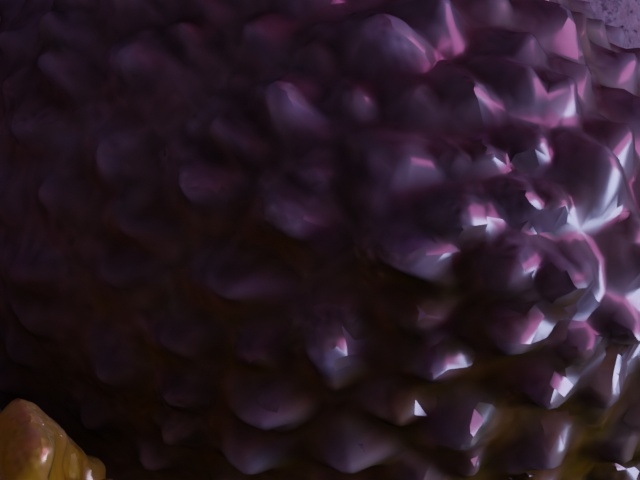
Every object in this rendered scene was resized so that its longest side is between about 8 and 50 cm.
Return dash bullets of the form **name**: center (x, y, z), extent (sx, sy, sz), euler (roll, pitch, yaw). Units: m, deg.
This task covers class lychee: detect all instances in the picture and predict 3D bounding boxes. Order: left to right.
- **lychee**: center (0.000, 0.000, 0.627), extent (0.432, 0.380, 0.380), euler (22, -43, 53)

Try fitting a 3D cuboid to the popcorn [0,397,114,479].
- **popcorn**: center (-0.135, 0.130, 0.460), extent (0.167, 0.152, 0.148), euler (46, 62, -70)
